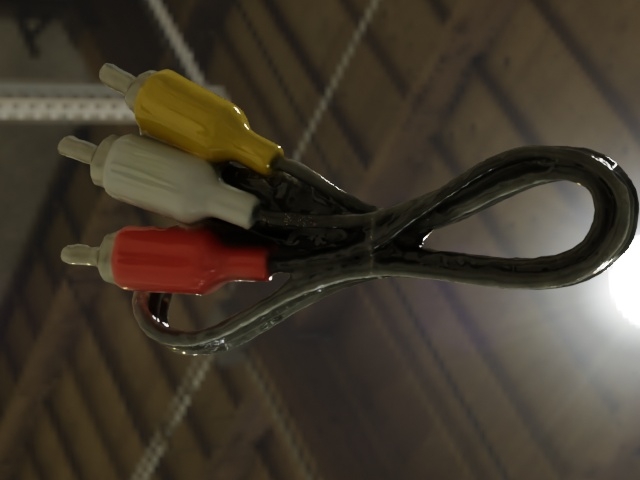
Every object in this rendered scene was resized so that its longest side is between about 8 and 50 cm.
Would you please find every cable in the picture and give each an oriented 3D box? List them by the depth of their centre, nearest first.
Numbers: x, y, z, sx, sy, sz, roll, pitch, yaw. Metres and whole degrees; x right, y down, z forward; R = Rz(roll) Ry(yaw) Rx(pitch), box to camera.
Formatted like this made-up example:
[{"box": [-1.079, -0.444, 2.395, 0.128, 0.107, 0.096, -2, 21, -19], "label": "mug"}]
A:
[{"box": [0.000, 0.000, 0.822, 0.287, 0.072, 0.139, 11, -90, 30], "label": "cable"}]
